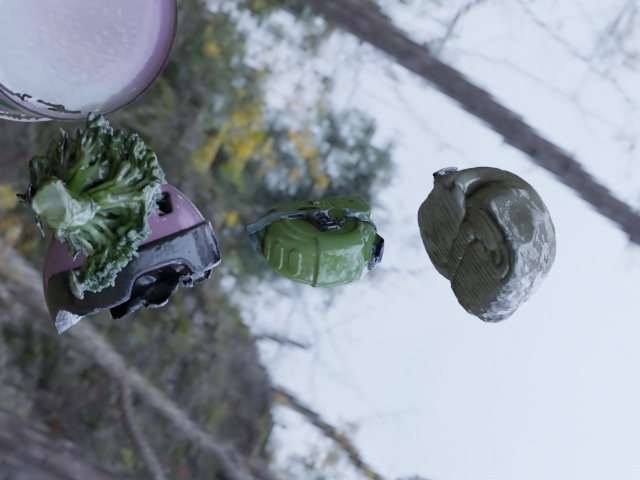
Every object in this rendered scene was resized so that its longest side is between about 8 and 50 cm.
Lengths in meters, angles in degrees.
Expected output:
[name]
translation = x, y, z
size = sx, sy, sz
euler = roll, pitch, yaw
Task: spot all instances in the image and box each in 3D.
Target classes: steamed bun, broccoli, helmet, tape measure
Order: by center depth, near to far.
[broccoli]
translation = -0.180, -0.028, 1.260
size = 0.122, 0.118, 0.204
euler = -45, -179, 5
[helmet]
translation = -0.220, 0.008, 1.857
size = 0.198, 0.154, 0.253
euler = -21, -172, -19
[tape measure]
translation = 0.000, 0.000, 2.178
size = 0.154, 0.177, 0.088
euler = -133, -138, -52
[steamed bun]
translation = 0.237, -0.010, 2.256
size = 0.211, 0.144, 0.218
euler = 61, -19, 22

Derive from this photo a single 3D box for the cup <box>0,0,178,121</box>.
[cup]
translation = -0.252, -0.217, 1.571
size = 0.253, 0.253, 0.274
euler = -63, -159, 4
